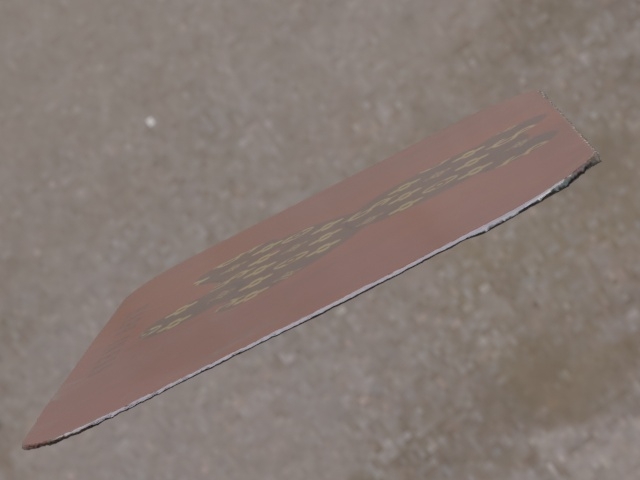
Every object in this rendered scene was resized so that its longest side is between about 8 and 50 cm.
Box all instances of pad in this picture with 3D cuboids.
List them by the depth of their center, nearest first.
[{"bbox_3d":[0.000,0.000,0.640,0.181,0.004,0.267,-27,7,5],"label":"pad"}]
